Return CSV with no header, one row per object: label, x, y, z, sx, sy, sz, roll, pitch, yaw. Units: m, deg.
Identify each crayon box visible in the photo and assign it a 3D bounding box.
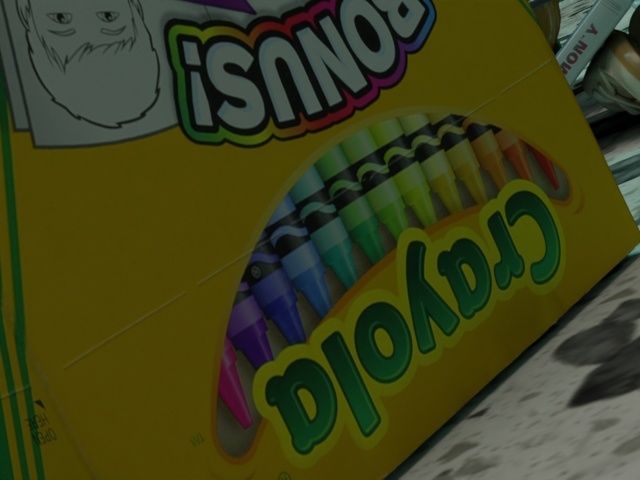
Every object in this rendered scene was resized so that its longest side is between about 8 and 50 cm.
crayon box,-0.043,-0.060,0.633,0.106,0.313,0.363,-24,7,42

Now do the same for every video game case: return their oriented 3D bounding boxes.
video game case,0.180,-0.125,1.194,0.183,0.023,0.201,-54,-2,19

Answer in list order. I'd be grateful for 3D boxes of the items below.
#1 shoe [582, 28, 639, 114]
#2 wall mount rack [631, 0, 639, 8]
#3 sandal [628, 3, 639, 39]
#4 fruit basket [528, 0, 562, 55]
shoe,0.236,-0.117,1.163,0.058,0.076,0.219,-60,-2,13
wall mount rack,0.513,-0.379,1.830,0.350,0.130,0.304,-30,8,-27
sandal,0.307,-0.169,1.300,0.049,0.072,0.180,-49,17,-12
fruit basket,0.120,-0.202,1.482,0.327,0.165,0.353,-24,-2,-4
